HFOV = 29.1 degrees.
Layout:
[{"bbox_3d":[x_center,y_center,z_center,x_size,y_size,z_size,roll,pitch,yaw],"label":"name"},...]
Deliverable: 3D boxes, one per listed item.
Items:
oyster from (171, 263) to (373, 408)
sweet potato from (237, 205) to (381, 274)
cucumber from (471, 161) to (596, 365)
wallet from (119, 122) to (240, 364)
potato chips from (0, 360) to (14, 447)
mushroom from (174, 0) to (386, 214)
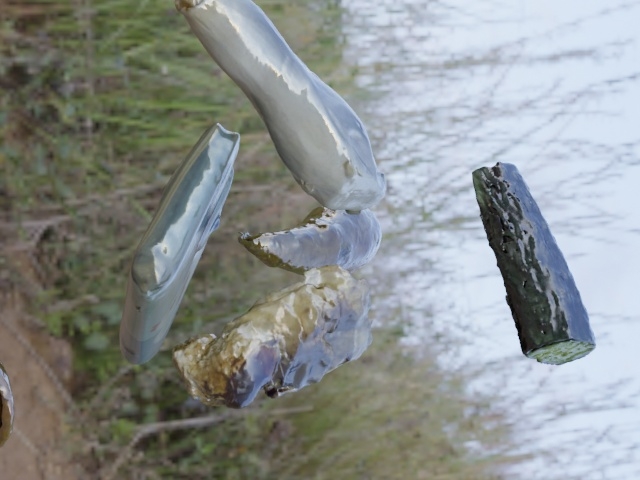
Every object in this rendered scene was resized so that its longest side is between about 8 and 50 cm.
[{"bbox_3d":[-0.047,0.126,1.385,0.107,0.232,0.162,-120,-160,-56],"label":"oyster"},{"bbox_3d":[0.003,0.003,2.029,0.422,0.130,0.131,-16,105,-66],"label":"sweet potato"},{"bbox_3d":[0.210,0.014,1.204,0.062,0.078,0.211,-29,-122,31],"label":"cucumber"},{"bbox_3d":[-0.182,0.004,1.538,0.360,0.083,0.252,122,-9,-68],"label":"wallet"},{"bbox_3d":[-0.349,0.135,1.183,0.150,0.049,0.202,41,-38,-1],"label":"potato chips"},{"bbox_3d":[-0.045,-0.172,1.437,0.097,0.351,0.109,-34,-169,30],"label":"mushroom"}]
